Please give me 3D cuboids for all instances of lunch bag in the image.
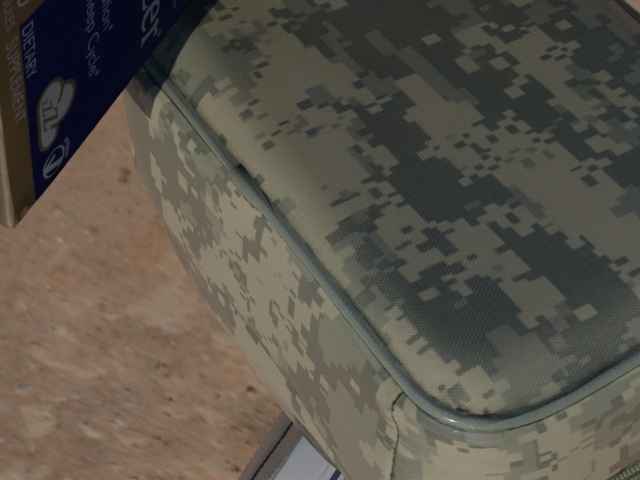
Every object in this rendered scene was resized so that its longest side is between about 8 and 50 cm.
[{"bbox_3d":[0.055,0.018,0.647,0.213,0.256,0.305,-25,53,-20],"label":"lunch bag"}]

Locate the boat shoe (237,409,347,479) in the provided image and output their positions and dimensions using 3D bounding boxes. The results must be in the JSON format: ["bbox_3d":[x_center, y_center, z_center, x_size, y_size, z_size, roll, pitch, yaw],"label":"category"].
[{"bbox_3d":[0.054,0.090,0.907,0.094,0.109,0.302,43,67,-12],"label":"boat shoe"}]

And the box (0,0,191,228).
[{"bbox_3d":[-0.065,-0.127,0.499,0.037,0.136,0.225,24,57,8],"label":"box"}]
